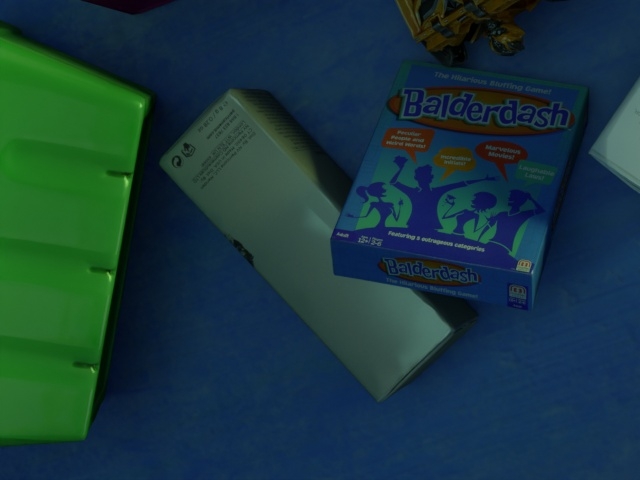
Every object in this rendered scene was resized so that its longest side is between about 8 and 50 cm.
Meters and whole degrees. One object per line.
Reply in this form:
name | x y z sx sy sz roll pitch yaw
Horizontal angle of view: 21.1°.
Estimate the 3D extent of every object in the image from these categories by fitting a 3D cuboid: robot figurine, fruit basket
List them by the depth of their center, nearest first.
robot figurine | 0.095 -0.281 1.367 0.211 0.085 0.291 -29 76 51
fruit basket | -0.343 -0.017 1.465 0.392 0.283 0.392 0 97 -2

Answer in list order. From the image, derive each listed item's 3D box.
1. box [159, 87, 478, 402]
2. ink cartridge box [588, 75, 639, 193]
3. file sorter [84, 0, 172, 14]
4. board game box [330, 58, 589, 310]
box | 0.000 0.000 1.433 0.094 0.113 0.275 -45 80 14
ink cartridge box | 0.306 -0.132 1.313 0.092 0.158 0.218 33 101 10
file sorter | -0.140 -0.311 1.362 0.202 0.291 0.182 -17 86 16
board game box | 0.114 -0.049 1.361 0.160 0.210 0.047 10 139 15
